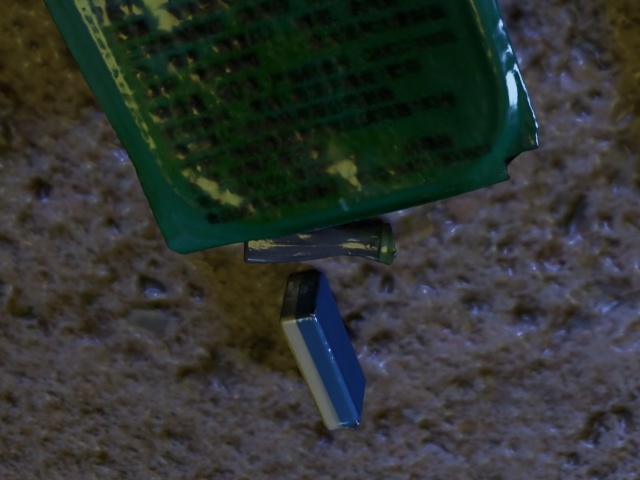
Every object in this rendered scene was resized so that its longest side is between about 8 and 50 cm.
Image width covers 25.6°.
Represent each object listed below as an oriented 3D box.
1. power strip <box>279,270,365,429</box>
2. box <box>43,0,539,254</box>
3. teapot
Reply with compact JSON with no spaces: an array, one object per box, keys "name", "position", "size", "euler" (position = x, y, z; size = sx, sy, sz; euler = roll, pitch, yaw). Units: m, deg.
[{"name":"power strip","position":[0.003,0.087,1.080],"size":[0.032,0.056,0.123],"euler":[-11,124,16]},{"name":"box","position":[-0.028,-0.167,0.867],"size":[0.264,0.106,0.337],"euler":[-13,123,16]},{"name":"teapot","position":[0.000,0.000,1.027],"size":[0.110,0.043,0.043],"euler":[5,127,0]}]
